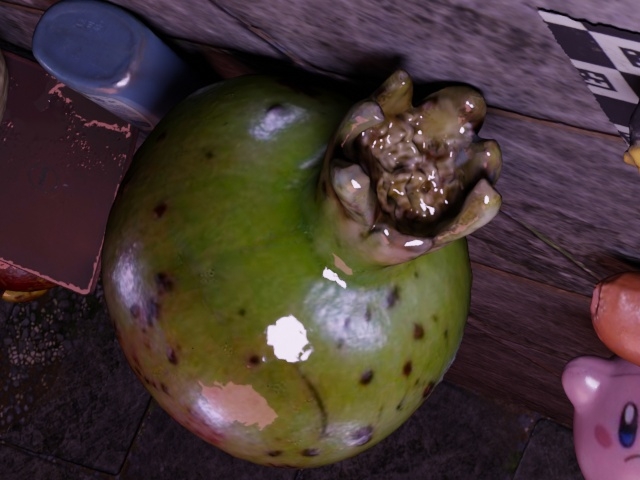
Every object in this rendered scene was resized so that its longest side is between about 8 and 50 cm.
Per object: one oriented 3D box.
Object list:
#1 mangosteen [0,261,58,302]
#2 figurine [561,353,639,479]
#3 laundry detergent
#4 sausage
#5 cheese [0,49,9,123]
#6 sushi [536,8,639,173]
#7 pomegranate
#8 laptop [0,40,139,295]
[{"bbox_3d":[-0.312,-0.025,1.539,0.215,0.257,0.215,33,-164,-11],"label":"mangosteen"},{"bbox_3d":[0.299,0.162,1.331,0.173,0.173,0.173,23,174,3],"label":"figurine"},{"bbox_3d":[-0.115,-0.101,1.087,0.097,0.061,0.206,18,172,24],"label":"laundry detergent"},{"bbox_3d":[0.281,0.075,1.094,0.194,0.077,0.077,24,174,7],"label":"sausage"},{"bbox_3d":[-0.324,-0.158,1.202,0.159,0.093,0.263,22,169,0],"label":"cheese"},{"bbox_3d":[0.201,-0.017,0.699,0.192,0.050,0.215,20,173,27],"label":"sushi"},{"bbox_3d":[-0.010,-0.012,0.935,0.242,0.242,0.306,23,133,3],"label":"pomegranate"},{"bbox_3d":[-0.244,-0.061,1.373,0.154,0.207,0.026,22,-149,4],"label":"laptop"}]
